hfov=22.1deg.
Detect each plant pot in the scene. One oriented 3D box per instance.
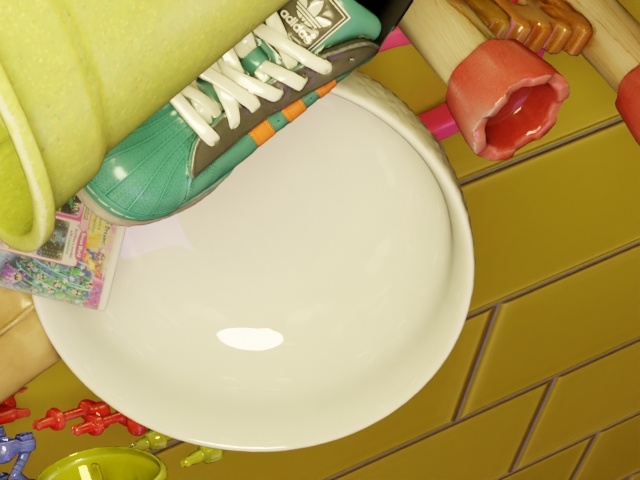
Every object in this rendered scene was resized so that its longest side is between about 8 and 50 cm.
[{"bbox_3d":[-0.133,-0.176,0.922,0.254,0.276,0.276,-35,157,-20],"label":"plant pot"}]

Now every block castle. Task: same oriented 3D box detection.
[{"bbox_3d":[0.287,-0.256,1.194,0.303,0.213,0.453,-3,136,-44],"label":"block castle"}]

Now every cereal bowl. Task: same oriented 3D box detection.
[{"bbox_3d":[-0.052,-0.008,1.284,0.338,0.141,0.339,0,120,0],"label":"cereal bowl"}]

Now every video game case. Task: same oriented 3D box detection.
[{"bbox_3d":[-0.209,-0.032,1.186,0.143,0.019,0.157,14,118,-6],"label":"video game case"}]

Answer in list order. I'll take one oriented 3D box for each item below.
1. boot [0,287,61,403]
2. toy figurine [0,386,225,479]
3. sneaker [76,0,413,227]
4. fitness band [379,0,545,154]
[{"bbox_3d":[-0.305,0.158,1.264,0.269,0.236,0.089,-40,-160,-22],"label":"boot"},{"bbox_3d":[-0.224,0.267,1.417,0.362,0.217,0.191,4,-168,42],"label":"toy figurine"},{"bbox_3d":[-0.040,-0.125,1.057,0.302,0.108,0.121,-44,-175,-35],"label":"sneaker"},{"bbox_3d":[0.069,-0.130,1.414,0.290,0.054,0.209,-14,149,-33],"label":"fitness band"}]
